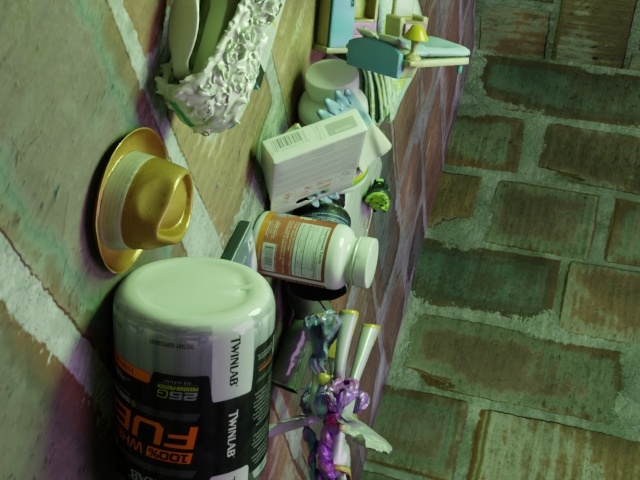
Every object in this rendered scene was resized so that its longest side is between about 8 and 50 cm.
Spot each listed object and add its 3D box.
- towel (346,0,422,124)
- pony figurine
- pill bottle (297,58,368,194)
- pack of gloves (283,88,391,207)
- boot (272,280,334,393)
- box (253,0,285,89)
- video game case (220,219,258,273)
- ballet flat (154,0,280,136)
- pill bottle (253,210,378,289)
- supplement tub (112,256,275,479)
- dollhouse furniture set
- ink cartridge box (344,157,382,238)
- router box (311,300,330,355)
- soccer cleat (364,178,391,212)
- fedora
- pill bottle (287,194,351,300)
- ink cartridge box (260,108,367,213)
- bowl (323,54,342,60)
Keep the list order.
[{"bbox_3d":[0.144,-0.483,2.178,0.320,0.090,0.374,72,29,-42],"label":"towel"},{"bbox_3d":[0.021,0.325,1.936,0.351,0.302,0.364,40,55,-68],"label":"pony figurine"},{"bbox_3d":[0.025,-0.222,1.900,0.136,0.136,0.246,-66,161,-44],"label":"pill bottle"},{"bbox_3d":[0.030,-0.160,1.811,0.195,0.046,0.232,-46,142,-1],"label":"pack of gloves"},{"bbox_3d":[-0.058,0.200,2.037,0.208,0.076,0.189,-60,140,-12],"label":"boot"},{"bbox_3d":[-0.098,-0.357,1.458,0.100,0.060,0.244,63,40,-68],"label":"box"},{"bbox_3d":[-0.148,0.128,1.698,0.274,0.026,0.196,85,21,-46],"label":"video game case"},{"bbox_3d":[-0.116,-0.341,1.274,0.147,0.147,0.409,49,53,-73],"label":"ballet flat"},{"bbox_3d":[-0.010,0.022,1.767,0.121,0.216,0.121,11,90,-77],"label":"pill bottle"},{"bbox_3d":[-0.168,0.209,1.291,0.207,0.207,0.338,-52,149,-62],"label":"supplement tub"},{"bbox_3d":[0.175,-0.431,1.838,0.286,0.303,0.198,-11,116,-37],"label":"dollhouse furniture set"},{"bbox_3d":[0.055,-0.084,2.247,0.385,0.091,0.308,44,58,-77],"label":"ink cartridge box"},{"bbox_3d":[-0.016,0.168,2.216,0.133,0.046,0.179,-50,148,-63],"label":"router box"},{"bbox_3d":[0.133,-0.111,2.253,0.179,0.060,0.072,57,35,-82],"label":"soccer cleat"},{"bbox_3d":[-0.208,-0.044,1.209,0.194,0.079,0.194,11,90,-76],"label":"fedora"},{"bbox_3d":[0.000,0.000,1.957,0.123,0.122,0.219,76,15,-60],"label":"pill bottle"},{"bbox_3d":[-0.017,-0.136,1.762,0.225,0.181,0.056,104,-37,-68],"label":"ink cartridge box"},{"bbox_3d":[0.023,-0.295,2.020,0.142,0.053,0.142,-65,161,-45],"label":"bowl"}]
